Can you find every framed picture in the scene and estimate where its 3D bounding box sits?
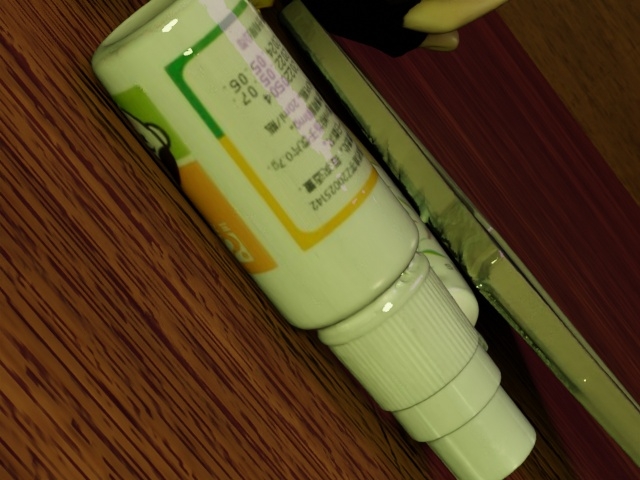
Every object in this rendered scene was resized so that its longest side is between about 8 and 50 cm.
[{"bbox_3d":[0.090,0.005,0.981,0.232,0.024,0.315,46,7,-35],"label":"framed picture"}]

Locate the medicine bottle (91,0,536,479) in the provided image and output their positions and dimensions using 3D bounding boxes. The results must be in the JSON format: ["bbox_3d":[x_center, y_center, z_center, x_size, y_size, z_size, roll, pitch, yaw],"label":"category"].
[{"bbox_3d":[0.000,0.000,0.684,0.221,0.061,0.092,52,-6,-16],"label":"medicine bottle"}]

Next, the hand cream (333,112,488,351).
[{"bbox_3d":[0.025,-0.012,0.838,0.067,0.042,0.194,48,11,-48],"label":"hand cream"}]

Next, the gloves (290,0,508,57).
[{"bbox_3d":[0.030,-0.200,1.087,0.197,0.152,0.301,49,10,37],"label":"gloves"}]

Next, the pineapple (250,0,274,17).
[{"bbox_3d":[-0.063,-0.177,0.912,0.137,0.069,0.116,48,17,8],"label":"pineapple"}]
